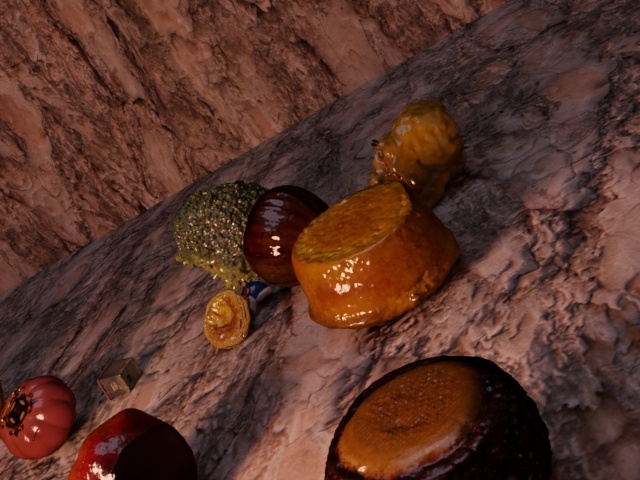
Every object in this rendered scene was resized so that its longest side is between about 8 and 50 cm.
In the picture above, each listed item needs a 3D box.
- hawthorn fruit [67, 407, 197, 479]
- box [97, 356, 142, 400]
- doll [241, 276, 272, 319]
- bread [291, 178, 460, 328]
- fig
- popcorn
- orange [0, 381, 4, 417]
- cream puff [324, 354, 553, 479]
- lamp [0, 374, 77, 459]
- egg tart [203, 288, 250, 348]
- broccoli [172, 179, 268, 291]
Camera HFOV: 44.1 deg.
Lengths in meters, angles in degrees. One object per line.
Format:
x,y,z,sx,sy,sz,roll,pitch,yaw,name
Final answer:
-0.281,0.343,1.199,0.189,0.190,0.251,-35,11,-7,hawthorn fruit
-0.445,0.303,1.763,0.063,0.060,0.085,-21,20,20,box
-0.151,0.130,1.724,0.098,0.058,0.143,-20,27,32,doll
0.088,0.026,1.395,0.312,0.172,0.312,-27,20,11,bread
0.000,0.000,1.646,0.320,0.217,0.217,7,39,32,fig
0.206,-0.179,1.717,0.253,0.191,0.190,-45,6,-9,popcorn
-0.976,0.419,1.972,0.340,0.293,0.341,-27,18,10,orange
0.122,0.234,0.810,0.239,0.165,0.239,-29,18,11,cream puff
-0.598,0.380,1.694,0.182,0.140,0.182,-18,55,28,lamp
-0.186,0.163,1.645,0.130,0.052,0.131,-12,69,34,egg tart
-0.211,-0.009,1.900,0.288,0.260,0.235,24,28,16,broccoli
